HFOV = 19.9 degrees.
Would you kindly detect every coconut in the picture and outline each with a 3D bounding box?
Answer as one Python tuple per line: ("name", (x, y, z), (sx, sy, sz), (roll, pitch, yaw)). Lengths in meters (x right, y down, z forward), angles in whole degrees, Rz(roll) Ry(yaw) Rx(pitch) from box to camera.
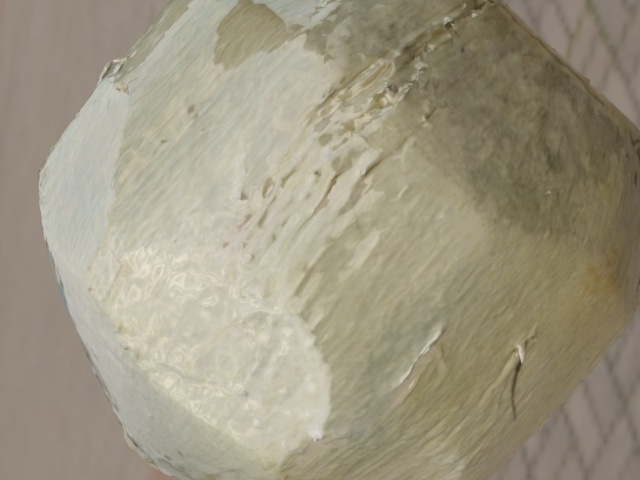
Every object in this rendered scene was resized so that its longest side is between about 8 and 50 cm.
("coconut", (0.000, 0.000, 1.095), (0.360, 0.346, 0.346), (-47, 24, 7))
